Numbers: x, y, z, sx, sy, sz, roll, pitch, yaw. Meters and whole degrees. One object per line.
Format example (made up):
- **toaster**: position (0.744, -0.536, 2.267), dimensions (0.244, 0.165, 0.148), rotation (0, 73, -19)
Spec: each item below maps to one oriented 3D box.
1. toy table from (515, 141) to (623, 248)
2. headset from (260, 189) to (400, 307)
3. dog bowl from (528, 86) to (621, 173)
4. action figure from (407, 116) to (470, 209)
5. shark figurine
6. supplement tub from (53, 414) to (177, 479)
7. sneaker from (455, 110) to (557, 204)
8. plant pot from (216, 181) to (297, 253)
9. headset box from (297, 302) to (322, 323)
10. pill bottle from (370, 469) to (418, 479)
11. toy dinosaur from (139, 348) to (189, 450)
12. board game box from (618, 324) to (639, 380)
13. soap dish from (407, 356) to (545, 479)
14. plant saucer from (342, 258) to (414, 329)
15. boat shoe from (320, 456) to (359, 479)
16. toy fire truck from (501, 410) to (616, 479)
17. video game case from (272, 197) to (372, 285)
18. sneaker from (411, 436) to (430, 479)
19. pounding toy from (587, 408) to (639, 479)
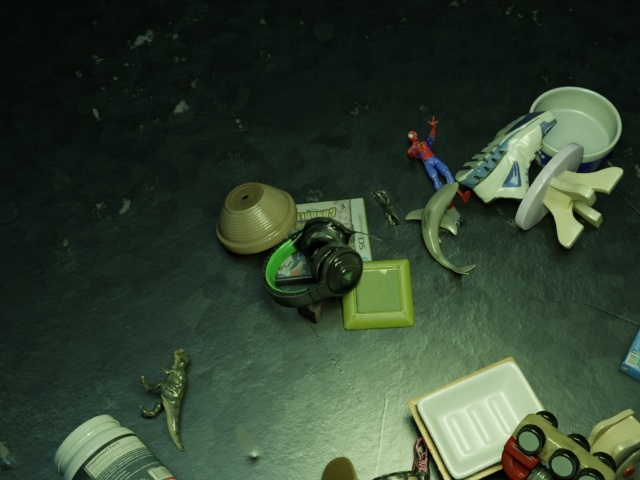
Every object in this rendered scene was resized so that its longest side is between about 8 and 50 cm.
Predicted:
- **toy table**: position (0.678, -0.116, 2.025), dimensions (0.161, 0.252, 0.274), rotation (36, 102, 31)
- **headset**: position (0.020, 0.016, 1.931), dimensions (0.394, 0.185, 0.243), rotation (-26, 39, 2)
- **dog bowl**: position (0.742, -0.324, 2.208), dimensions (0.265, 0.104, 0.265), rotation (-1, 60, 2)
- **action figure**: position (0.333, -0.240, 2.168), dimensions (0.091, 0.139, 0.280), rotation (-24, 59, -12)
- **shark figurine**: position (0.317, -0.022, 2.041), dimensions (0.166, 0.116, 0.278), rotation (-12, 73, 14)
- **supplement tub**: position (-0.460, 0.553, 1.705), dimensions (0.272, 0.191, 0.191), rotation (39, 68, 23)
- **sneaker**: position (0.549, -0.211, 2.111), dimensions (0.315, 0.127, 0.182), rotation (-41, 103, -2)
- **plant pot**: position (-0.192, -0.083, 2.074), dimensions (0.237, 0.110, 0.237), rotation (-13, 44, 13)
- **headset box**: position (-0.029, 0.177, 1.966), dimensions (0.062, 0.083, 0.032), rotation (31, 65, 19)
- **pill bottle**: position (0.183, 0.636, 1.657), dimensions (0.123, 0.123, 0.219), rotation (-12, 61, -4)
- **toy dinosaur**: position (-0.394, 0.392, 1.876), dimensions (0.118, 0.064, 0.268), rotation (0, 62, -4)
- **board game box**: position (0.878, 0.305, 1.859), dimensions (0.210, 0.047, 0.160), rotation (29, 65, 19)
- **soap dish**: position (0.382, 0.436, 1.769), dimensions (0.291, 0.118, 0.229), rotation (-21, 60, -9)
- **plant saucer**: position (0.150, 0.137, 1.979), dimensions (0.188, 0.045, 0.188), rotation (-3, 72, 1)
- **boat shoe**: position (0.064, 0.640, 1.695), dimensions (0.104, 0.089, 0.285), rotation (-21, 54, 21)
- **toy fire truck**: position (0.490, 0.521, 1.617), dimensions (0.217, 0.246, 0.158), rotation (35, 26, 24)
- **video game case**: position (0.000, 0.000, 2.098), dimensions (0.275, 0.035, 0.248), rotation (-5, 59, 0)
- **sneaker**: position (0.239, 0.522, 1.762), dimensions (0.047, 0.057, 0.119), rotation (0, 60, 1)
- **pounding toy**: position (0.669, 0.522, 1.649), dimensions (0.154, 0.269, 0.155), rotation (-3, 35, -26)
